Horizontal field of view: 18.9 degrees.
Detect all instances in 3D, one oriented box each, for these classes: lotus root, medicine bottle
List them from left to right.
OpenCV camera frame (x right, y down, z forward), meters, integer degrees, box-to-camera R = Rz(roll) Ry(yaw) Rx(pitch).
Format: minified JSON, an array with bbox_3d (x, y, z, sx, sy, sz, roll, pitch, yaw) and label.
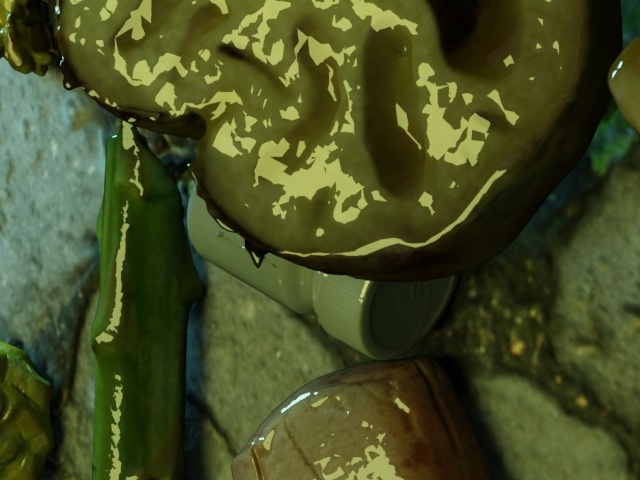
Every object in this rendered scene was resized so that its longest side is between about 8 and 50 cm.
[{"bbox_3d":[0.000,0.000,1.282,0.168,0.105,0.105,29,116,35],"label":"medicine bottle"},{"bbox_3d":[0.018,-0.174,1.165,0.375,0.111,0.390,-41,72,16],"label":"lotus root"}]

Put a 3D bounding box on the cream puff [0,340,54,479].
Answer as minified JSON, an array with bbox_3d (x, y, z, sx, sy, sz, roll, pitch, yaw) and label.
[{"bbox_3d":[-0.293,0.146,1.567,0.146,0.116,0.146,5,97,41],"label":"cream puff"}]

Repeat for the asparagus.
[{"bbox_3d":[-0.134,0.075,1.433,0.082,0.085,0.343,9,102,37],"label":"asparagus"}]

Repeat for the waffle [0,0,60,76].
[{"bbox_3d":[-0.226,-0.247,1.481,0.229,0.051,0.231,41,121,33],"label":"waffle"}]

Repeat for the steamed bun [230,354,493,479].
[{"bbox_3d":[0.030,0.160,1.289,0.175,0.106,0.144,-31,71,27],"label":"steamed bun"}]

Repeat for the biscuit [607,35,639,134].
[{"bbox_3d":[0.290,-0.002,0.934,0.290,0.237,0.062,54,130,24],"label":"biscuit"}]
